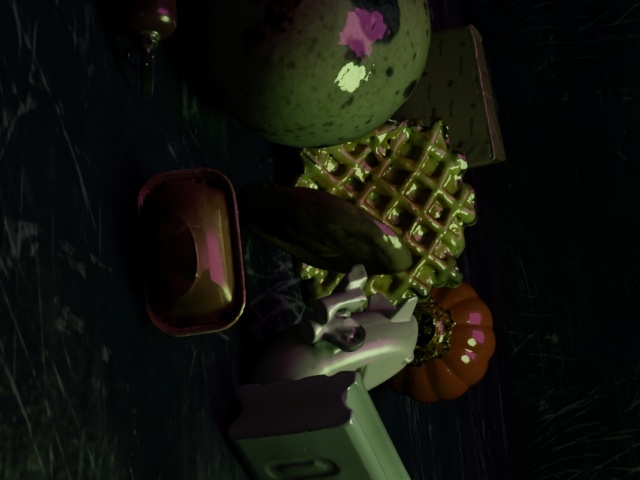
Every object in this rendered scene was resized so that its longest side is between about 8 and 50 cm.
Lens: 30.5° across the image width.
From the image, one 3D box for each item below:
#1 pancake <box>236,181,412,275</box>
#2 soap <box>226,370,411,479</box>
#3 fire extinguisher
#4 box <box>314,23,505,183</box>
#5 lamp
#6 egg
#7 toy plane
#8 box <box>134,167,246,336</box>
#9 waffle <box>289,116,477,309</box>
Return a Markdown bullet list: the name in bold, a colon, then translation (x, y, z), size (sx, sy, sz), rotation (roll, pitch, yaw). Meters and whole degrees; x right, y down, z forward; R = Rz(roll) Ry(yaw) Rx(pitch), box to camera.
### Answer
- **pancake**: translation (0.000, 0.000, 1.493), size (0.050, 0.242, 0.242), rotation (-66, 151, -17)
- **soap**: translation (0.009, 0.279, 1.437), size (0.087, 0.160, 0.265), rotation (-83, 156, -45)
- **fire extinguisher**: translation (-0.195, -0.275, 1.290), size (0.099, 0.071, 0.231), rotation (120, -34, -72)
- **box**: translation (0.133, -0.206, 1.930), size (0.190, 0.297, 0.225), rotation (-5, 84, -76)
- **lamp**: translation (0.187, 0.165, 1.996), size (0.196, 0.223, 0.223), rotation (35, 46, -65)
- **egg**: translation (-0.004, -0.263, 1.512), size (0.379, 0.287, 0.288), rotation (-62, 139, -70)
- **toy plane**: translation (0.022, 0.145, 1.515), size (0.122, 0.267, 0.267), rotation (41, -6, 32)
- **box**: translation (-0.135, 0.013, 1.235), size (0.111, 0.111, 0.177), rotation (26, 54, -70)
- **waffle**: translation (0.090, -0.037, 1.761), size (0.073, 0.317, 0.297), rotation (-165, -113, -68)
